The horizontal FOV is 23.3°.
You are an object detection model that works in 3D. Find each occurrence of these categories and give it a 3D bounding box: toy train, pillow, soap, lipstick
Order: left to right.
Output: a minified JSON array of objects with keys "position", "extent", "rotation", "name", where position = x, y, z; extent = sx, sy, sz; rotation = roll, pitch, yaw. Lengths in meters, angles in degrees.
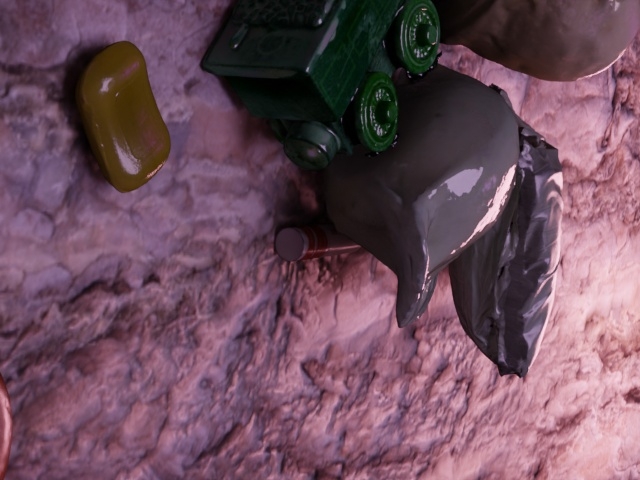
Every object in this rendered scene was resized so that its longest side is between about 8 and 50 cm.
[{"position":[-0.180,-0.113,1.414],"extent":[0.089,0.045,0.140],"rotation":[-52,138,-42],"name":"soap"},{"position":[0.000,0.000,1.745],"extent":[0.131,0.038,0.038],"rotation":[-8,106,-58],"name":"lipstick"},{"position":[0.016,-0.207,1.615],"extent":[0.266,0.145,0.202],"rotation":[-64,142,-26],"name":"toy train"},{"position":[0.227,-0.022,1.968],"extent":[0.283,0.138,0.310],"rotation":[-95,-176,-69],"name":"pillow"}]

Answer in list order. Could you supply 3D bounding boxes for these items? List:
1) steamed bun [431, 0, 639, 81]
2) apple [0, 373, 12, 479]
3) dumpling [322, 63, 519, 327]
[{"position":[0.192,-0.354,1.742],"extent":[0.247,0.339,0.352],"rotation":[-21,121,-6],"name":"steamed bun"},{"position":[-0.329,0.148,1.147],"extent":[0.201,0.162,0.201],"rotation":[10,78,-61],"name":"apple"},{"position":[0.104,-0.068,1.746],"extent":[0.320,0.212,0.270],"rotation":[-43,170,-34],"name":"dumpling"}]
